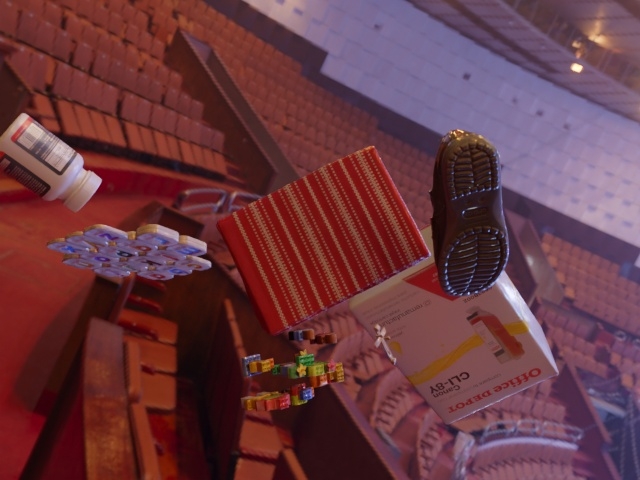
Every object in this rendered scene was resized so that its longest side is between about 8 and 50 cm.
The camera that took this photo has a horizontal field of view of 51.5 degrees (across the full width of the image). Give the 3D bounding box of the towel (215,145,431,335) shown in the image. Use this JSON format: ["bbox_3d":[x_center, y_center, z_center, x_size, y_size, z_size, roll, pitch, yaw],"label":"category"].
[{"bbox_3d":[0.000,0.000,0.999,0.198,0.275,0.031,64,0,8],"label":"towel"}]

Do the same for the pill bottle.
[{"bbox_3d":[-0.501,-0.136,1.216,0.180,0.108,0.108,41,-1,-24],"label":"pill bottle"}]

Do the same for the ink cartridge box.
[{"bbox_3d":[0.278,0.168,1.390,0.384,0.279,0.160,51,21,-24],"label":"ink cartridge box"}]

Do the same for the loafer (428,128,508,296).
[{"bbox_3d":[0.190,-0.035,0.862,0.095,0.251,0.087,-6,35,-1],"label":"loafer"}]

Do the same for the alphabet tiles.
[{"bbox_3d":[-0.363,0.025,1.284,0.284,0.021,0.278,-15,-25,34],"label":"alphabet tiles"}]

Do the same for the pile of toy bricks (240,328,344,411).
[{"bbox_3d":[-0.023,0.207,1.074,0.212,0.117,0.105,-6,-2,-43],"label":"pile of toy bricks"}]

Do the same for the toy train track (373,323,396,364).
[{"bbox_3d":[0.115,0.180,1.145,0.014,0.083,0.048,-11,26,34],"label":"toy train track"}]
